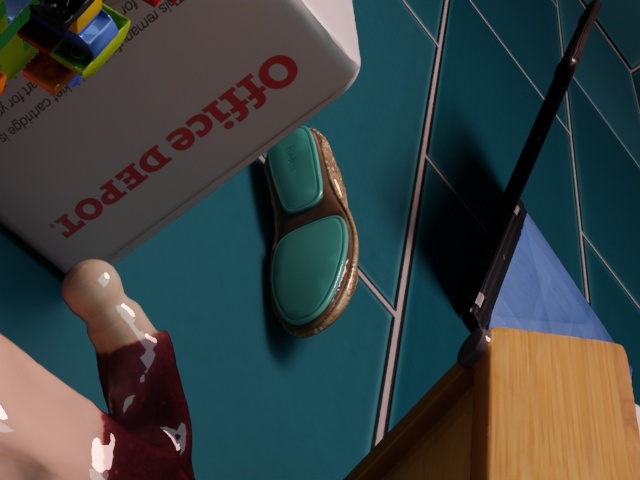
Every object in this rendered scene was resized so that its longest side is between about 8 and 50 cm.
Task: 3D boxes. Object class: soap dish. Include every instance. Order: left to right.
[{"bbox_3d":[0.069,0.194,0.607,0.118,0.229,0.291,34,29,-10],"label":"soap dish"}]

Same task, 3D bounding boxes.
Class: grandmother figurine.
[{"bbox_3d":[-0.115,0.104,0.514,0.342,0.104,0.208,42,55,-37],"label":"grandmother figurine"}]

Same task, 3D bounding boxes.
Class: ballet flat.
[{"bbox_3d":[0.000,0.000,0.896,0.206,0.073,0.067,-93,157,-43],"label":"ballet flat"}]

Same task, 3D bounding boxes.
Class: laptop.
[{"bbox_3d":[0.298,0.002,1.274,0.236,0.408,0.382,23,23,7],"label":"laptop"}]

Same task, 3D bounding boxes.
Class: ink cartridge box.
[{"bbox_3d":[-0.148,-0.148,0.613,0.289,0.211,0.121,45,23,-28],"label":"ink cartridge box"}]

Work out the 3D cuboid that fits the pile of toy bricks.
[{"bbox_3d":[-0.135,-0.092,0.494,0.118,0.105,0.212,33,64,7],"label":"pile of toy bricks"}]
